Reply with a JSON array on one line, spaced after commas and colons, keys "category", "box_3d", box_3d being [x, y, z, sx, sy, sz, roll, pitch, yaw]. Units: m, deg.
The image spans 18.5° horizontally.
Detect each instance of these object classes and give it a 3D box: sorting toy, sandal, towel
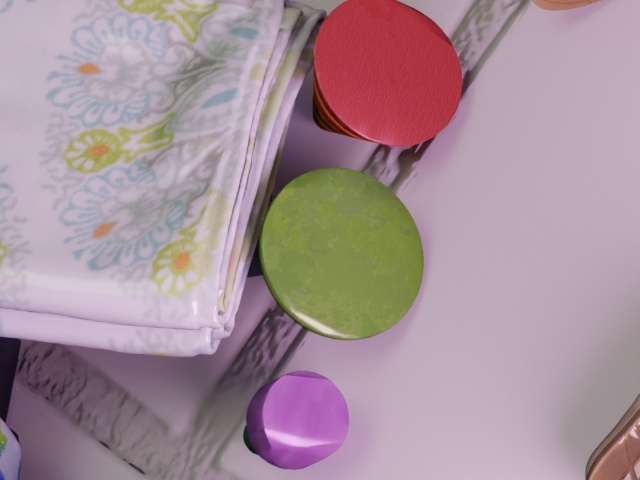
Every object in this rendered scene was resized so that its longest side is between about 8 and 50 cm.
[{"category": "sorting toy", "box_3d": [0.000, 0.000, 1.462, 0.126, 0.127, 0.365, -31, 41, 62]}, {"category": "sandal", "box_3d": [0.232, 0.095, 1.214, 0.180, 0.072, 0.049, -44, 22, 14]}, {"category": "towel", "box_3d": [-0.205, -0.077, 1.497, 0.374, 0.090, 0.320, 6, 57, 15]}]

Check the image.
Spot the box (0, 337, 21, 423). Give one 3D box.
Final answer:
[{"category": "box", "box_3d": [-0.362, 0.105, 1.628, 0.156, 0.158, 0.093, -20, 49, 30]}]

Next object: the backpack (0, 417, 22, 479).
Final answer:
[{"category": "backpack", "box_3d": [-0.401, 0.179, 1.477, 0.290, 0.355, 0.273, -41, 44, 35]}]

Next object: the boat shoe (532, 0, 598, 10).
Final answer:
[{"category": "boat shoe", "box_3d": [0.221, -0.232, 1.438, 0.170, 0.063, 0.059, -31, 44, 8]}]

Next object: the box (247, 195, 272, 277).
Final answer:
[{"category": "box", "box_3d": [-0.189, -0.088, 1.600, 0.295, 0.073, 0.293, -8, 55, 7]}]
